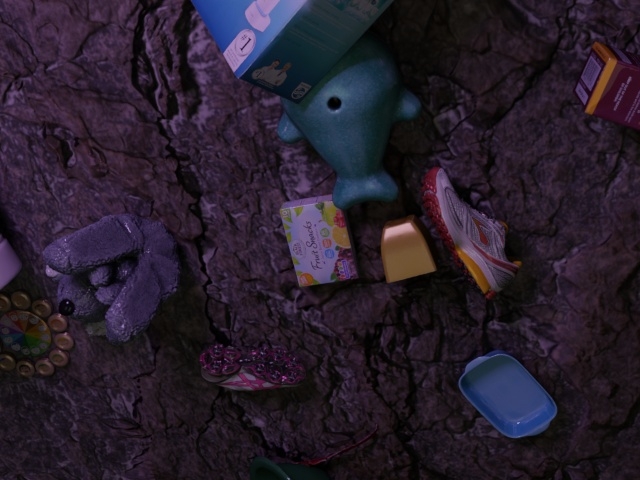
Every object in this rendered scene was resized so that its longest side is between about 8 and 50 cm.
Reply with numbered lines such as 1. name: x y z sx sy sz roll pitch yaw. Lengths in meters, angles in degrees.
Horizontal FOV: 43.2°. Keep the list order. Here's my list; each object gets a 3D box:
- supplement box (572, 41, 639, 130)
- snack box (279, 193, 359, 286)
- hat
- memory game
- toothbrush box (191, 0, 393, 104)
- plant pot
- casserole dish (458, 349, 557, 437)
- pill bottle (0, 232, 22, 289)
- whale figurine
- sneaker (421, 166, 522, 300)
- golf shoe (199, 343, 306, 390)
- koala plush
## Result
1. supplement box: 0.455 -0.196 1.104 0.188 0.104 0.081 18 117 -1
2. snack box: 0.000 0.000 1.296 0.100 0.037 0.141 -9 114 13
3. hat: -0.002 0.441 1.520 0.208 0.183 0.173 5 118 52
4. memory game: -0.536 0.171 1.463 0.186 0.012 0.186 3 116 6
5. toothbrush box: -0.017 -0.359 1.015 0.295 0.126 0.216 -45 58 24
6. plant pot: 0.134 0.008 1.262 0.081 0.081 0.083 -16 102 14
7. casserole dish: 0.319 0.258 1.382 0.114 0.037 0.188 -38 106 22
8. pill bottle: -0.651 -0.070 1.243 0.224 0.224 0.392 -22 112 17
9. whale figurine: 0.038 -0.164 1.151 0.216 0.141 0.272 -8 112 11
10. sneaker: 0.230 -0.021 1.242 0.092 0.088 0.225 -34 109 -1
11. golf shoe: -0.117 0.228 1.416 0.186 0.068 0.086 8 143 3
12. koala plush: -0.353 0.070 1.322 0.221 0.203 0.196 -31 100 42
